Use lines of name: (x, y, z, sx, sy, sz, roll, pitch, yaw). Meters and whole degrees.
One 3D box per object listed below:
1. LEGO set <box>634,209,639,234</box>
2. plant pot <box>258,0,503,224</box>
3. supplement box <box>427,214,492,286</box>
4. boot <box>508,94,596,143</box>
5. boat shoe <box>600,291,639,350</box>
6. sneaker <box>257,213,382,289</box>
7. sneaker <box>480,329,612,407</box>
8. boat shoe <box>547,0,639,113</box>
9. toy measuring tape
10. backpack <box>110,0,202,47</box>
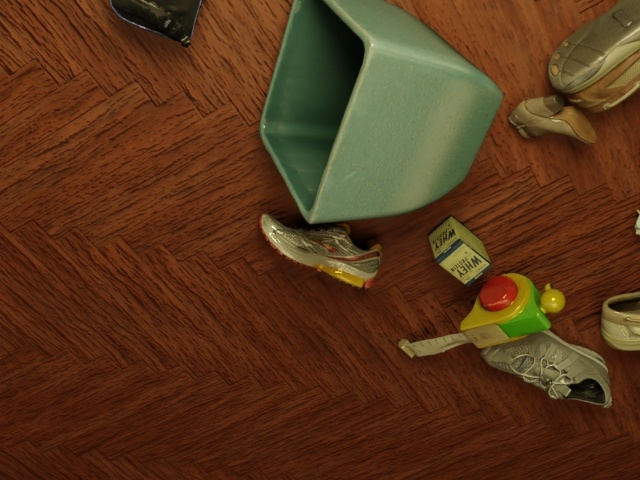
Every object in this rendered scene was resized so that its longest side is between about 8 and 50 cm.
LEGO set: (0.679, 0.005, 1.165, 0.287, 0.107, 0.132, 5, 124, -6)
plant pot: (0.091, -0.183, 0.933, 0.252, 0.248, 0.247, 2, 126, -26)
supplement box: (0.235, 0.017, 1.163, 0.083, 0.083, 0.056, 35, 116, -24)
boot: (0.350, -0.176, 1.048, 0.118, 0.042, 0.087, 40, 148, -19)
boat shoe: (0.668, 0.124, 1.250, 0.302, 0.109, 0.098, -10, 126, 10)
sneaker: (0.000, 0.000, 1.152, 0.225, 0.088, 0.092, 21, 100, -17)
sneaker: (0.442, 0.243, 1.310, 0.281, 0.115, 0.105, 15, 122, -13)
boat shoe: (0.479, -0.297, 0.949, 0.324, 0.123, 0.116, -34, 124, 29)
toy measuring tape: (0.291, 0.134, 1.259, 0.330, 0.121, 0.121, -22, 126, 39)
backpack: (-0.214, -0.328, 0.901, 0.114, 0.084, 0.105, 14, 122, -18)
